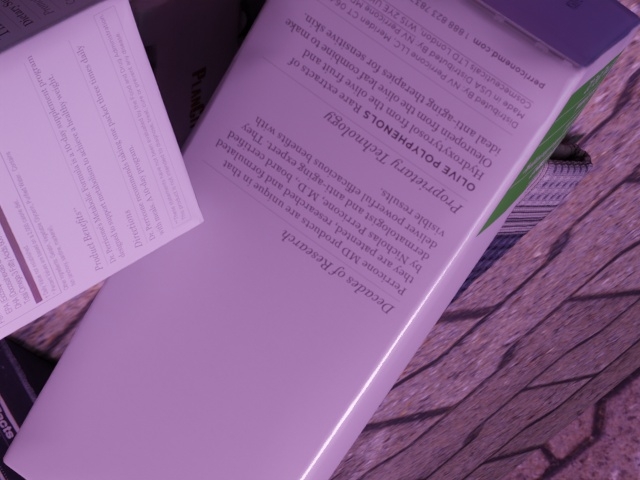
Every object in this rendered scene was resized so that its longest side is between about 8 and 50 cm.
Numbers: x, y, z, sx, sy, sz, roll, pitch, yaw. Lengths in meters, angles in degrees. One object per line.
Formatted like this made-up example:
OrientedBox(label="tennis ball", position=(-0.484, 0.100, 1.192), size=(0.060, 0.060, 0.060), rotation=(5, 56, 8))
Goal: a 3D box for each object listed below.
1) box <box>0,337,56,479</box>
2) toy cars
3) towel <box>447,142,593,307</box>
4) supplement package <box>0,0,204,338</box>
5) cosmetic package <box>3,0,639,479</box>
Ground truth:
OrientedBox(label="box", position=(-0.257, 0.285, 1.161), size=(0.294, 0.296, 0.183), rotation=(-35, 160, 2))
OrientedBox(label="toy cars", position=(-0.050, -0.080, 0.977), size=(0.176, 0.087, 0.393), rotation=(-51, 154, 8))
OrientedBox(label="towel", position=(0.085, 0.013, 1.428), size=(0.312, 0.056, 0.324), rotation=(-45, 161, 22))
OrientedBox(label="supplement package", position=(-0.201, -0.027, 0.697), size=(0.244, 0.139, 0.134), rotation=(-31, 130, -18))
OrientedBox(label="cosmetic package", position=(0.000, 0.000, 0.844), size=(0.366, 0.155, 0.197), rotation=(-59, 171, 24))
